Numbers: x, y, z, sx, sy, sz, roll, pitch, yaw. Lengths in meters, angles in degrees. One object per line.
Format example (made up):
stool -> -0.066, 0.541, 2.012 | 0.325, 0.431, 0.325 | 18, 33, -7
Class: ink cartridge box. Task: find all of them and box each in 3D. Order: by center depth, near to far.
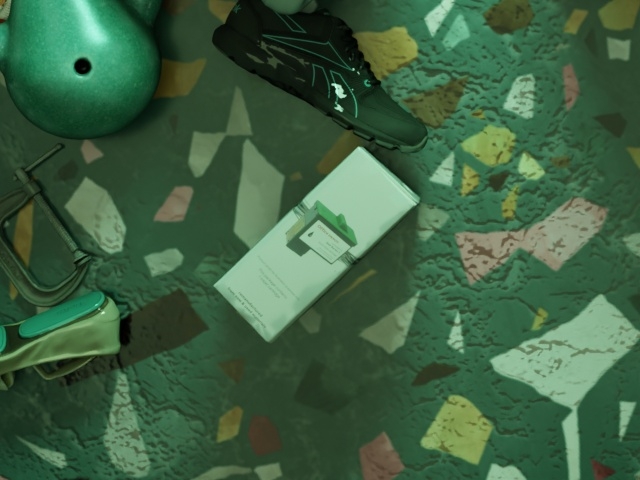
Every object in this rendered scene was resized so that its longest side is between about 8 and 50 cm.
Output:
ink cartridge box -> 0.000, 0.000, 1.705 | 0.219, 0.160, 0.092 | -44, 90, 5

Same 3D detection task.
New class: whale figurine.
whale figurine -> -0.275, -0.242, 1.697 | 0.216, 0.141, 0.272 | -16, 104, -5

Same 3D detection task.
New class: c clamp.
c clamp -> -0.320, -0.009, 1.796 | 0.137, 0.022, 0.161 | -29, 92, 7

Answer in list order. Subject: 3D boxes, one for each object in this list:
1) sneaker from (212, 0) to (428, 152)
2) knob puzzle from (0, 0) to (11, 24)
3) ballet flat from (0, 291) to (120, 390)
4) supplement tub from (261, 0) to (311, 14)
sneaker -> 0.012, -0.191, 1.721 | 0.267, 0.101, 0.106 | 32, 93, 1
knob puzzle -> -0.356, -0.299, 1.763 | 0.213, 0.030, 0.213 | -1, 102, -7
ballet flat -> -0.345, 0.131, 1.784 | 0.248, 0.086, 0.086 | -15, 93, 4
supplement tub -> -0.082, -0.421, 1.621 | 0.325, 0.235, 0.235 | 40, 96, -1
